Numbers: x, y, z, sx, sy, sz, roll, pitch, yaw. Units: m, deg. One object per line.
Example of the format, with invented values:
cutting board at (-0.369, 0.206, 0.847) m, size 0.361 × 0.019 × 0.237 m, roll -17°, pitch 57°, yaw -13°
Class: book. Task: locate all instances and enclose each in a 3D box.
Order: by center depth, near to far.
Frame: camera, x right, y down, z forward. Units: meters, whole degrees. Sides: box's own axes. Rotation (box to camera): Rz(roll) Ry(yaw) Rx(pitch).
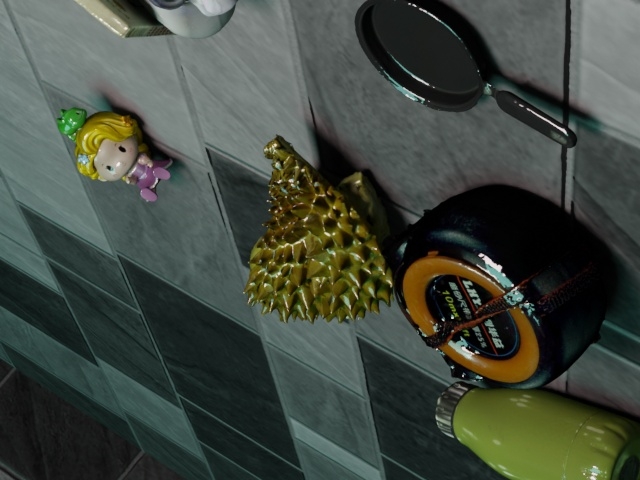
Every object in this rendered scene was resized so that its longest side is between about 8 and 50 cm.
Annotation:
book at (-0.211, -0.255, 1.406) m, size 0.162 × 0.022 × 0.232 m, roll 39°, pitch -166°, yaw 5°

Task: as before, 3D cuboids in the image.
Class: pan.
pan at (0.130, -0.145, 1.262) m, size 0.235 × 0.028 × 0.136 m, roll 32°, pitch 156°, yaw 23°

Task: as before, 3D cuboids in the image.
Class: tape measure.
tape measure at (0.176, 0.047, 1.417) m, size 0.223 × 0.135 × 0.202 m, roll -2°, pitch 124°, yaw 53°

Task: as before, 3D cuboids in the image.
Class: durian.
durian at (0.000, 0.000, 1.606) m, size 0.172 × 0.166 × 0.306 m, roll 0°, pitch 151°, yaw 11°

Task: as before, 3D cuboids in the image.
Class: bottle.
bottle at (0.248, 0.227, 1.651) m, size 0.260 × 0.112 × 0.112 m, roll 16°, pitch 147°, yaw 44°

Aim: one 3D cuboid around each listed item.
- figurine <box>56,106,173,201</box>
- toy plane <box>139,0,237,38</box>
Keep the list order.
figurine at (-0.269, -0.120, 1.823) m, size 0.156 × 0.095 × 0.115 m, roll 29°, pitch -177°, yaw -22°
toy plane at (-0.154, -0.295, 1.295) m, size 0.267 × 0.122 × 0.267 m, roll 51°, pitch 171°, yaw 12°
